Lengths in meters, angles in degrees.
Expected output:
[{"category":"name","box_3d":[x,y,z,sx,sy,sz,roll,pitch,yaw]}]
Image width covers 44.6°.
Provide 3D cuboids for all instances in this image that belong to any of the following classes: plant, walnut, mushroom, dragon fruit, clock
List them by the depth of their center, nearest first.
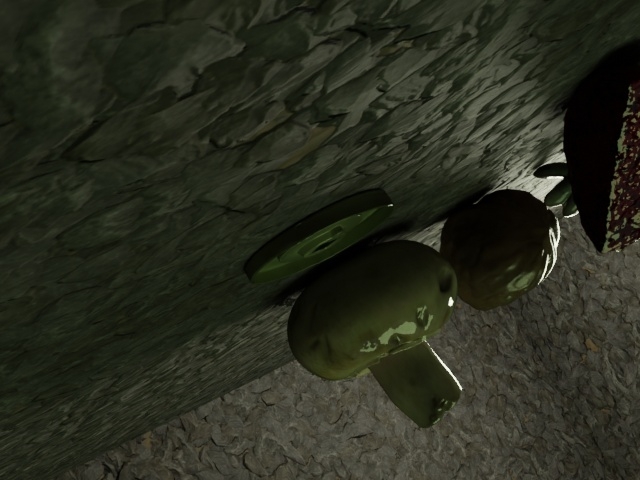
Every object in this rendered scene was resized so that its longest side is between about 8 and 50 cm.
[{"category":"clock","box_3d":[0.000,0.000,1.128,0.235,0.029,0.235,-28,169,-6]},{"category":"dragon fruit","box_3d":[0.493,-0.161,1.218,0.205,0.152,0.317,-16,128,-13]},{"category":"mushroom","box_3d":[0.123,0.158,1.539,0.353,0.353,0.325,-31,-160,7]},{"category":"walnut","box_3d":[0.382,0.016,1.677,0.273,0.227,0.273,-29,173,-4]},{"category":"plant","box_3d":[0.602,-0.156,1.678,0.274,0.146,0.149,-36,170,33]}]

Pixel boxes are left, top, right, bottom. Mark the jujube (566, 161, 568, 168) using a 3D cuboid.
[{"category":"jujube","box_3d":[0.558,-0.161,1.363,0.213,0.213,0.232,-15,152,-54]}]
